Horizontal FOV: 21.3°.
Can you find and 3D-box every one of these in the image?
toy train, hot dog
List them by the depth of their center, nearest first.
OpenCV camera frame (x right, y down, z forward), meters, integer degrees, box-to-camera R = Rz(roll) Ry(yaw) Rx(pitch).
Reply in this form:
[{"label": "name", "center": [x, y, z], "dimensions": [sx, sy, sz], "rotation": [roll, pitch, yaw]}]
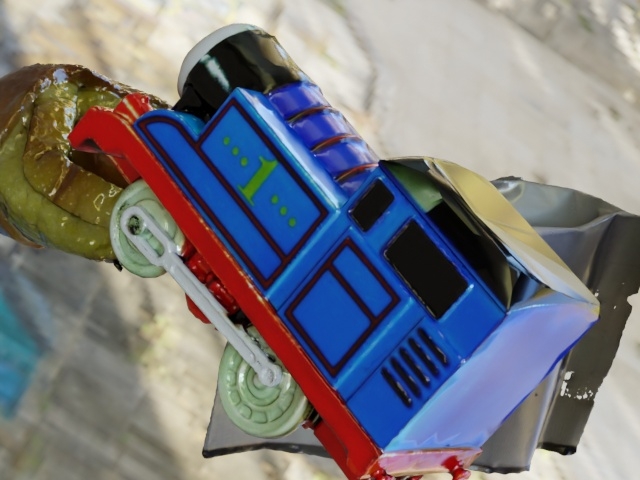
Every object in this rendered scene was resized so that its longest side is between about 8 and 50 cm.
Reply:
[{"label": "toy train", "center": [0.000, 0.000, 0.672], "dimensions": [0.131, 0.204, 0.082], "rotation": [-50, 152, 21]}, {"label": "hot dog", "center": [-0.137, -0.048, 0.900], "dimensions": [0.261, 0.123, 0.093], "rotation": [13, -76, 52]}]

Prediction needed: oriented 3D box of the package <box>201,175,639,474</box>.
[{"label": "package", "center": [0.063, 0.056, 1.023], "dimensions": [0.062, 0.250, 0.204], "rotation": [-107, -156, -49]}]
